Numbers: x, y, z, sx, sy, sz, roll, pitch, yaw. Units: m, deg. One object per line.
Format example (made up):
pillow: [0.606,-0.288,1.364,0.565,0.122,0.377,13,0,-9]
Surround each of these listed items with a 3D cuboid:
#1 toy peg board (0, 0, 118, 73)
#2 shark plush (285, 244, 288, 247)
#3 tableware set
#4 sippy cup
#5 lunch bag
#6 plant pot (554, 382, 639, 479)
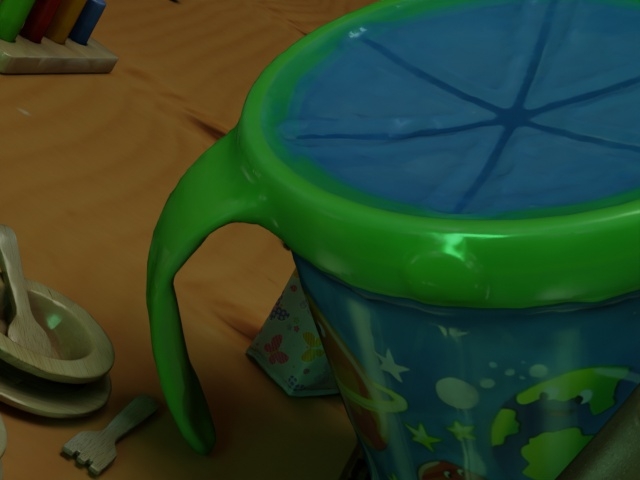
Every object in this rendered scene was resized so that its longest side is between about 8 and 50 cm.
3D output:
toy peg board: [-0.236,-0.201,0.958,0.161,0.079,0.160,36,18,12]
shark plush: [0.000,0.000,0.913,0.067,0.073,0.161,1,51,-24]
tableware set: [-0.137,0.049,0.507,0.128,0.039,0.194,33,17,3]
sippy cup: [0.095,0.025,0.591,0.305,0.224,0.240,8,37,25]
lunch bag: [0.012,0.048,0.715,0.053,0.071,0.083,41,18,29]
plant pot: [0.124,0.149,0.472,0.167,0.165,0.167,28,18,-10]
